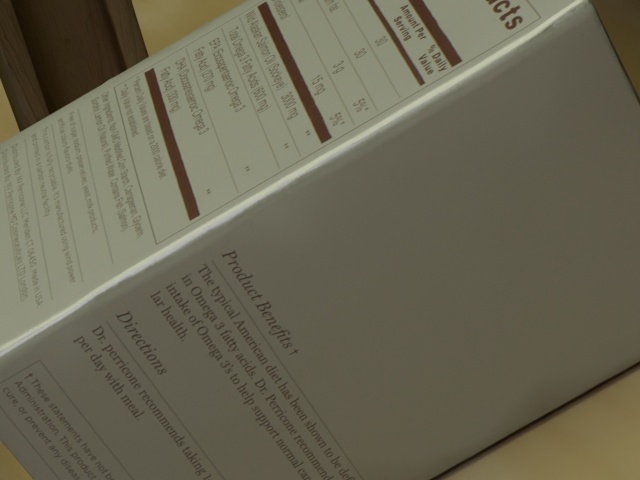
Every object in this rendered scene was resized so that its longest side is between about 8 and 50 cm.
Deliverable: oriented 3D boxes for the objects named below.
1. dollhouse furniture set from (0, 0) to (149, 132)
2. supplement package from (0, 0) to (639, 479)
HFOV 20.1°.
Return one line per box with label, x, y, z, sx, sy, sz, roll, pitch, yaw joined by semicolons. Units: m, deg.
dollhouse furniture set;-0.111;-0.021;0.606;0.151;0.144;0.123;-25;34;-16
supplement package;0.000;0.000;0.490;0.179;0.105;0.105;-30;32;4
